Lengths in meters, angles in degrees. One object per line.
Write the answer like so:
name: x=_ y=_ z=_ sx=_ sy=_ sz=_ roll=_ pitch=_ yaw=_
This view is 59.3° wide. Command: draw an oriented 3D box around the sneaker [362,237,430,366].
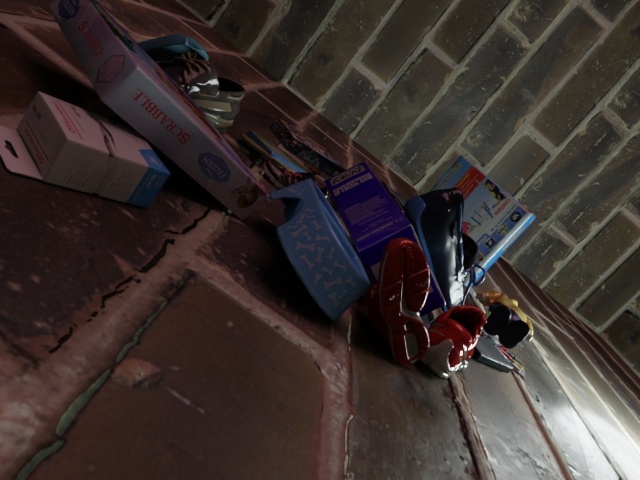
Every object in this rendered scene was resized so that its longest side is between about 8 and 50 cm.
sneaker: x=0.098 y=0.077 z=0.853 sx=0.087 sy=0.221 sz=0.128 roll=-18 pitch=32 yaw=-21

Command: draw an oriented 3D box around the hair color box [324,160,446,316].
hair color box: x=0.115 y=-0.008 z=1.099 sx=0.185 sy=0.110 sz=0.339 roll=62 pitch=2 yaw=-28

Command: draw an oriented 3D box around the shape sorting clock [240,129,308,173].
shape sorting clock: x=-0.107 y=-0.198 z=1.370 sx=0.206 sy=0.040 sz=0.206 roll=36 pitch=11 yaw=-8

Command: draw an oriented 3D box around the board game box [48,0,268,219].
board game box: x=-0.251 y=-0.216 z=0.890 sx=0.318 sy=0.066 sz=0.318 roll=51 pitch=4 yaw=37

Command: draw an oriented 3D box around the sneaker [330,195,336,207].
sneaker: x=0.095 y=-0.070 z=1.444 sx=0.166 sy=0.065 sz=0.076 roll=36 pitch=19 yaw=-7

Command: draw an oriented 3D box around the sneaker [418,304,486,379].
sneaker: x=0.250 y=0.167 z=1.005 sx=0.107 sy=0.118 sz=0.279 roll=43 pitch=16 yaw=13

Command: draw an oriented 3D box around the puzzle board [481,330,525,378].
puzzle board: x=0.443 y=0.273 z=1.357 sx=0.128 sy=0.011 sz=0.096 roll=41 pitch=15 yaw=9

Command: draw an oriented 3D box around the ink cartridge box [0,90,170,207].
ink cartridge box: x=-0.282 y=-0.109 z=0.665 sx=0.104 sy=0.060 sz=0.180 roll=48 pitch=17 yaw=30

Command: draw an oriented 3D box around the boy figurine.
boy figurine: x=0.488 y=0.199 z=1.506 sx=0.177 sy=0.092 sz=0.285 roll=40 pitch=11 yaw=9

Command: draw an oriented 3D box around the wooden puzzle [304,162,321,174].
wooden puzzle: x=-0.023 y=-0.214 z=1.680 sx=0.049 sy=0.006 sz=0.083 roll=42 pitch=16 yaw=12

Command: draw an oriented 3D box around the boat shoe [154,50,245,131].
boat shoe: x=-0.285 y=-0.337 z=1.185 sx=0.132 sy=0.130 sz=0.355 roll=43 pitch=16 yaw=17

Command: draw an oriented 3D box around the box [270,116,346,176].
box: x=-0.040 y=-0.294 z=1.801 sx=0.233 sy=0.044 sz=0.159 roll=27 pitch=19 yaw=-38

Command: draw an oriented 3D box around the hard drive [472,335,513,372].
hard drive: x=0.354 y=0.238 z=1.227 sx=0.135 sy=0.022 sz=0.094 roll=27 pitch=19 yaw=-38

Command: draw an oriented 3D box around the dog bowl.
dog bowl: x=0.000 y=0.000 z=0.886 sx=0.166 sy=0.074 sz=0.297 roll=55 pitch=8 yaw=-26

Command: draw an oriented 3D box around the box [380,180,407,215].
box: x=0.269 y=-0.036 z=1.632 sx=0.242 sy=0.076 sz=0.307 roll=36 pitch=14 yaw=-15

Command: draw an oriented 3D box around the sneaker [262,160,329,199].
sneaker: x=-0.049 y=-0.134 z=1.257 sx=0.170 sy=0.075 sz=0.063 roll=37 pitch=15 yaw=-6

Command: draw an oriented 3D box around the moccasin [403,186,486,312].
moccasin: x=0.259 y=0.037 z=1.095 sx=0.342 sy=0.116 sz=0.138 roll=63 pitch=3 yaw=-51

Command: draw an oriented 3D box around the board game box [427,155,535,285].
board game box: x=0.476 y=-0.062 z=1.838 sx=0.302 sy=0.308 sz=0.086 roll=47 pitch=16 yaw=25

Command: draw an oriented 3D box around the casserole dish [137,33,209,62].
casserole dish: x=-0.332 y=-0.408 z=1.230 sx=0.188 sy=0.037 sz=0.114 roll=-3 pitch=-10 yaw=21
